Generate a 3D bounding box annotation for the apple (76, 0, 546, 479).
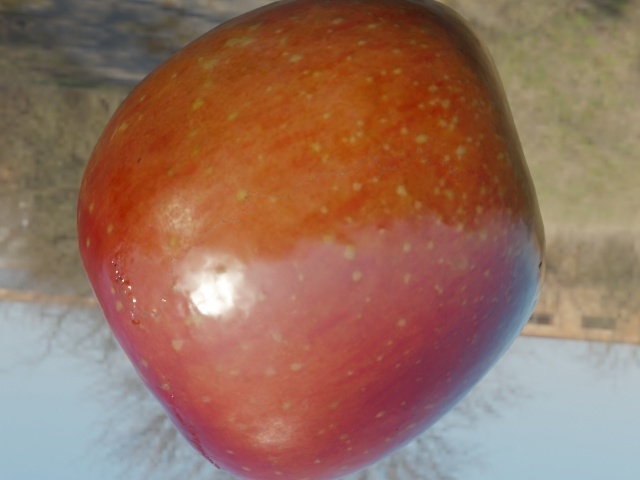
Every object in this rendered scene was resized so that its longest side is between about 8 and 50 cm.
[{"bbox_3d":[0.000,0.000,0.538,0.168,0.181,0.181,-22,180,2],"label":"apple"}]
